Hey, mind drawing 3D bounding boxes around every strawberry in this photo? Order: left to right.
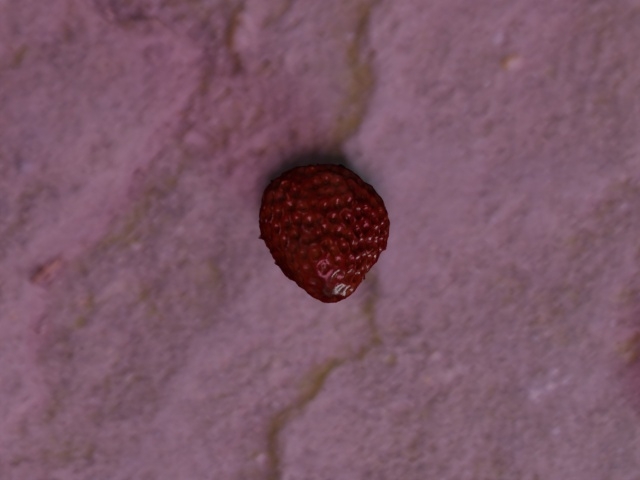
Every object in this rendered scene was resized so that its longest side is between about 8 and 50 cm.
[{"bbox_3d":[0.000,0.000,1.010,0.073,0.083,0.073,5,132,6],"label":"strawberry"}]
